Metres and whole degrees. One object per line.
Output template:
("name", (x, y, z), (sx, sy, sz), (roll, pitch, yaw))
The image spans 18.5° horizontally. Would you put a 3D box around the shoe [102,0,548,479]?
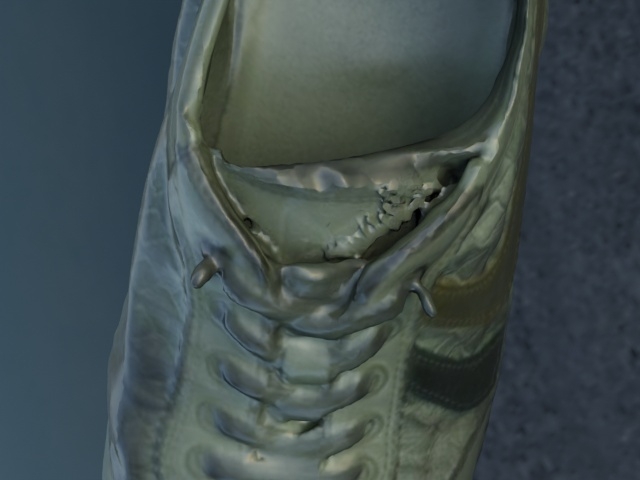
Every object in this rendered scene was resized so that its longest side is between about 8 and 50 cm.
("shoe", (0.000, 0.000, 0.486), (0.098, 0.103, 0.275), (-78, -5, -77))
